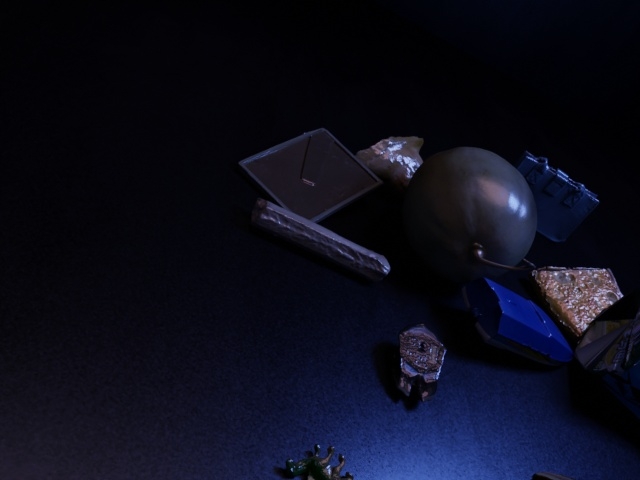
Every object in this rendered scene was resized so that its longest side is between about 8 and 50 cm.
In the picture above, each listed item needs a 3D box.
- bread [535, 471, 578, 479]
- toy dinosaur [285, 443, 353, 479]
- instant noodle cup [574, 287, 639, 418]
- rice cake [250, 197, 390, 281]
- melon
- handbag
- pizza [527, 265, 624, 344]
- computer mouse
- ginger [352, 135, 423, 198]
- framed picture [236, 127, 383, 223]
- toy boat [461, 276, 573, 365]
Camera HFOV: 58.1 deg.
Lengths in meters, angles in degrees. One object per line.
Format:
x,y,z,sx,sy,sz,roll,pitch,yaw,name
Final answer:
0.354,0.364,0.811,0.043,0.062,0.109,9,37,-31,bread
0.014,0.284,0.667,0.120,0.029,0.060,43,49,5,toy dinosaur
0.633,0.223,1.079,0.178,0.240,0.240,45,33,-3,instant noodle cup
0.000,0.000,0.992,0.256,0.052,0.057,25,31,-12,rice cake
0.285,-0.051,1.120,0.272,0.271,0.308,38,30,7,melon
0.600,-0.120,1.540,0.229,0.179,0.062,31,33,1,handbag
0.573,0.151,1.269,0.188,0.080,0.204,-4,54,-11,pizza
0.146,0.188,0.877,0.079,0.047,0.135,18,45,-2,computer mouse
0.155,-0.148,1.279,0.193,0.115,0.122,-10,70,-31,ginger
-0.014,-0.131,1.135,0.189,0.023,0.260,43,45,15,framed picture
0.386,0.172,1.076,0.295,0.088,0.129,25,32,-31,toy boat
